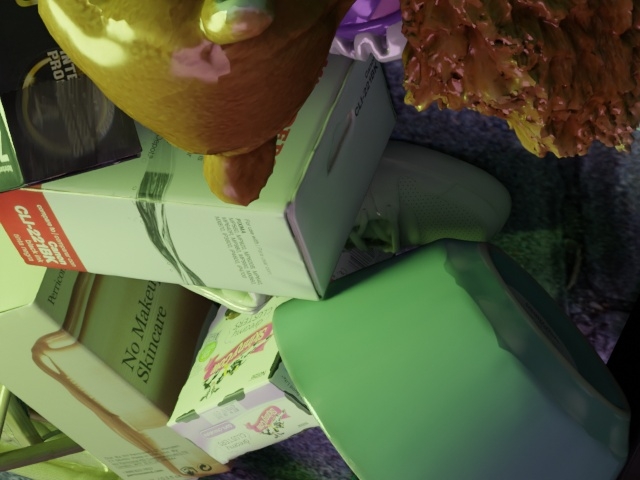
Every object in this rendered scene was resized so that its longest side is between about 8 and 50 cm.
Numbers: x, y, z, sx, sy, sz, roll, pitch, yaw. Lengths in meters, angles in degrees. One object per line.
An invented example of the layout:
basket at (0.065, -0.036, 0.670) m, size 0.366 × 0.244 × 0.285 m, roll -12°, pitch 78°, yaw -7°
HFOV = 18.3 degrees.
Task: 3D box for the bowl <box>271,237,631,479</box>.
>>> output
bowl at (0.125, 0.119, 1.544) m, size 0.163 × 0.311 × 0.311 m, roll -40°, pitch 118°, yaw 12°

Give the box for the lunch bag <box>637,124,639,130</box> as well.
lunch bag at (0.219, -0.121, 1.444) m, size 0.071 × 0.053 × 0.083 m, roll 49°, pitch 164°, yaw -33°

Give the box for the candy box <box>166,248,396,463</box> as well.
candy box at (-0.034, 0.084, 1.749) m, size 0.070 × 0.196 × 0.165 m, roll 38°, pitch 143°, yaw -21°

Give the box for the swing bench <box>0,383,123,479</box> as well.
swing bench at (-0.339, 0.156, 2.014) m, size 0.253 × 0.165 × 0.254 m, roll 8°, pitch 172°, yaw 36°

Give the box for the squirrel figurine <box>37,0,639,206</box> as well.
squirrel figurine at (0.033, -0.198, 1.161) m, size 0.397 × 0.370 × 0.281 m, roll 21°, pitch 146°, yaw 3°

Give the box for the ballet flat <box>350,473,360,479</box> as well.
ballet flat at (0.039, 0.338, 2.150) m, size 0.087 × 0.083 × 0.247 m, roll -8°, pitch 140°, yaw 13°

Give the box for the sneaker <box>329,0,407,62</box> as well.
sneaker at (-0.029, -0.189, 1.473) m, size 0.236 × 0.095 × 0.104 m, roll -3°, pitch 132°, yaw 27°

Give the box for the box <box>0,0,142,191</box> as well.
box at (-0.274, -0.183, 1.371) m, size 0.395 × 0.097 × 0.318 m, roll -7°, pitch 98°, yaw 62°

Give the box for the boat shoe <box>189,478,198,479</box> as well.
boat shoe at (-0.150, 0.196, 2.065) m, size 0.084 × 0.095 × 0.258 m, roll 21°, pitch 146°, yaw -5°

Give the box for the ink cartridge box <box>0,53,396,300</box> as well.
ink cartridge box at (-0.100, -0.073, 1.570) m, size 0.273 × 0.197 × 0.114 m, roll 6°, pitch 143°, yaw 25°

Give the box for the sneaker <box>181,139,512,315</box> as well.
sneaker at (0.000, 0.000, 1.640) m, size 0.292 × 0.169 × 0.108 m, roll 9°, pitch 142°, yaw 18°

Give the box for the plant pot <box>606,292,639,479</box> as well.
plant pot at (0.326, 0.142, 1.602) m, size 0.188 × 0.167 × 0.187 m, roll 20°, pitch 131°, yaw 3°

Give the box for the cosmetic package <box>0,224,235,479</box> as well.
cosmetic package at (-0.199, 0.089, 1.835) m, size 0.129 × 0.153 × 0.296 m, roll -14°, pitch 139°, yaw 34°
